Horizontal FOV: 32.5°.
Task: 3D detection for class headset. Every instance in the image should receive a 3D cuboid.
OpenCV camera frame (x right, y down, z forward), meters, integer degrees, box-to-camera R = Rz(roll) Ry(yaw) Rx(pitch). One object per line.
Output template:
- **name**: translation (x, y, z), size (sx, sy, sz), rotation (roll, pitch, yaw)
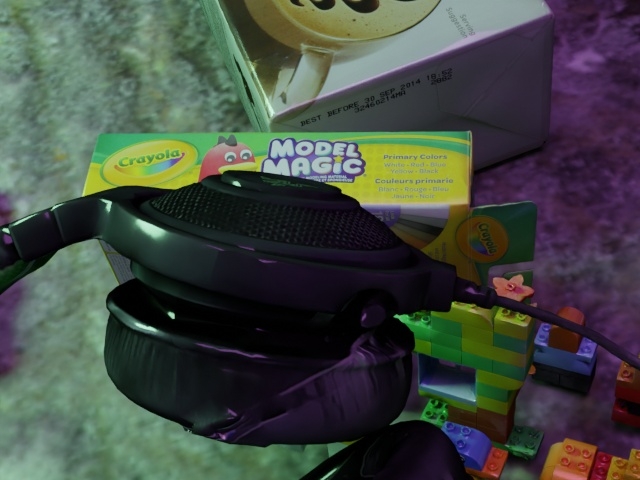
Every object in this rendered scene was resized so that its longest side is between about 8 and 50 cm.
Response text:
- **headset**: translation (-0.003, 0.083, 0.414), size (0.394, 0.185, 0.243), rotation (-17, 96, 9)

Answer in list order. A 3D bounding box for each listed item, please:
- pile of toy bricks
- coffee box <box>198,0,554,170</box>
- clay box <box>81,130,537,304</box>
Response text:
- **pile of toy bricks**: translation (0.080, 0.059, 0.530), size (0.212, 0.105, 0.118), rotation (13, 45, 20)
- **coffee box**: translation (0.007, -0.172, 0.704), size (0.168, 0.119, 0.297), rotation (-20, 56, -5)
- **clay box**: translation (0.000, 0.000, 0.583), size (0.222, 0.127, 0.053), rotation (0, 55, 7)
